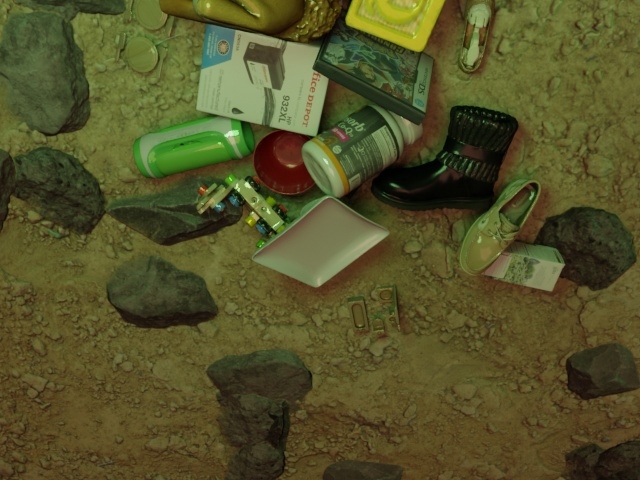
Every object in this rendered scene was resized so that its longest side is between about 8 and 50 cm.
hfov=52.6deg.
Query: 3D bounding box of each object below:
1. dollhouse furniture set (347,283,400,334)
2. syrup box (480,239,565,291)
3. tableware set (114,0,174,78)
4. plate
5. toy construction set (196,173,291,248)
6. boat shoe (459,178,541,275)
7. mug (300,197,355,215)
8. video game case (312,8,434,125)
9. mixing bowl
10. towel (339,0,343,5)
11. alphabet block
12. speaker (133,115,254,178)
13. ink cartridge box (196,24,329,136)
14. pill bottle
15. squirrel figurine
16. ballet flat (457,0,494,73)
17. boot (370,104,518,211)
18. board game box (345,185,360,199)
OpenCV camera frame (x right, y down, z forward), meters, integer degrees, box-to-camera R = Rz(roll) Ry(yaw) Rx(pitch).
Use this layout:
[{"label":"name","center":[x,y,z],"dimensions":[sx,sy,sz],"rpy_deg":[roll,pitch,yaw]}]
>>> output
[{"label":"dollhouse furniture set","center":[0.161,0.232,1.931],"dimensions":[0.151,0.123,0.144],"rpy_deg":[-8,118,8]},{"label":"syrup box","center":[0.551,0.060,1.826],"dimensions":[0.237,0.096,0.093],"rpy_deg":[11,119,-3]},{"label":"tableware set","center":[-0.424,-0.513,1.601],"dimensions":[0.128,0.039,0.194],"rpy_deg":[23,113,4]},{"label":"plate","center":[0.000,0.000,1.688],"dimensions":[0.277,0.045,0.278],"rpy_deg":[-37,141,23]},{"label":"toy construction set","center":[-0.180,-0.072,1.761],"dimensions":[0.327,0.215,0.151],"rpy_deg":[32,81,-8]},{"label":"boat shoe","center":[0.476,-0.037,1.711],"dimensions":[0.109,0.098,0.302],"rpy_deg":[37,90,-1]},{"label":"mug","center":[0.034,-0.017,1.796],"dimensions":[0.150,0.113,0.169],"rpy_deg":[15,135,43]},{"label":"video game case","center":[0.132,-0.410,1.504],"dimensions":[0.275,0.248,0.035],"rpy_deg":[26,137,-11]},{"label":"mixing bowl","center":[-0.081,-0.223,1.705],"dimensions":[0.181,0.098,0.181],"rpy_deg":[2,120,3]},{"label":"towel","center":[-0.104,-0.667,1.495],"dimensions":[0.325,0.038,0.248],"rpy_deg":[2,120,2]},{"label":"alphabet block","center":[0.174,-0.559,1.446],"dimensions":[0.192,0.197,0.193],"rpy_deg":[17,119,-7]},{"label":"speaker","center":[-0.330,-0.247,1.693],"dimensions":[0.296,0.131,0.131],"rpy_deg":[-12,118,10]},{"label":"ink cartridge box","center":[-0.131,-0.406,1.589],"dimensions":[0.307,0.129,0.223],"rpy_deg":[12,119,-3]},{"label":"pill bottle","center":[0.105,-0.237,1.600],"dimensions":[0.278,0.162,0.162],"rpy_deg":[-35,115,-13]},{"label":"squirrel figurine","center":[-0.095,-0.601,1.284],"dimensions":[0.397,0.281,0.370],"rpy_deg":[5,105,-25]},{"label":"ballet flat","center":[0.374,-0.497,1.542],"dimensions":[0.073,0.067,0.206],"rpy_deg":[4,119,4]},{"label":"boot","center":[0.312,-0.217,1.663],"dimensions":[0.348,0.131,0.260],"rpy_deg":[0,127,-8]},{"label":"board game box","center":[0.083,-0.213,1.742],"dimensions":[0.126,0.026,0.186],"rpy_deg":[31,116,-13]}]
